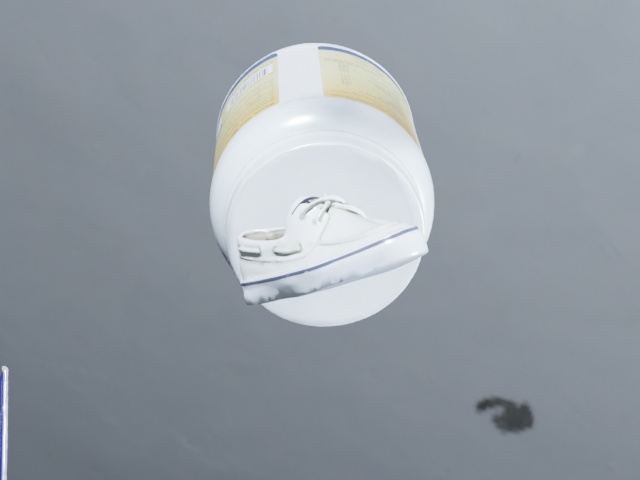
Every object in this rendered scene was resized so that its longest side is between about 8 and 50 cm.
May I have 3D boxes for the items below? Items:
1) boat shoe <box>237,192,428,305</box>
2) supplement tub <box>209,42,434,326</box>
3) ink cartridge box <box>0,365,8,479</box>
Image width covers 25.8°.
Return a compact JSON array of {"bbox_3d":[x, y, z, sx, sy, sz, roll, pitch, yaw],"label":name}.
[{"bbox_3d":[0.000,0.000,0.508,0.100,0.035,0.035,-15,91,57],"label":"boat shoe"},{"bbox_3d":[-0.001,-0.064,1.474,0.228,0.316,0.228,-1,113,-2],"label":"supplement tub"},{"bbox_3d":[-0.278,0.245,1.030,0.069,0.176,0.371,5,149,-19],"label":"ink cartridge box"}]
